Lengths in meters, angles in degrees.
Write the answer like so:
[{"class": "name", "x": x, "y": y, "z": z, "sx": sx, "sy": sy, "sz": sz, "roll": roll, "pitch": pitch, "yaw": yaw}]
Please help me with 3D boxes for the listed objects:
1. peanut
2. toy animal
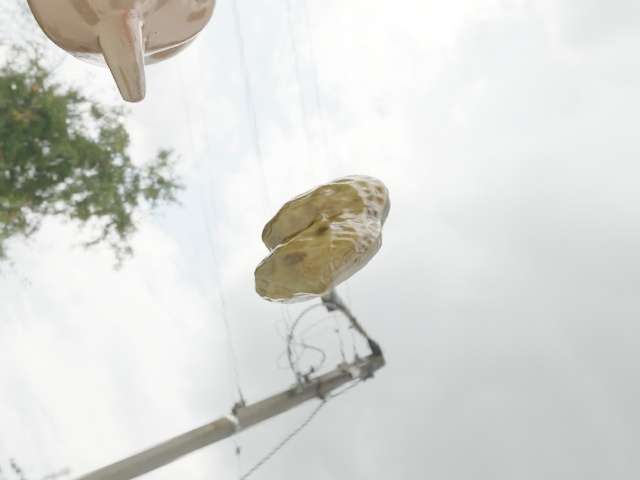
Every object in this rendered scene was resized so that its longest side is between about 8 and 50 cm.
[{"class": "peanut", "x": 0.000, "y": 0.000, "z": 1.118, "sx": 0.196, "sy": 0.233, "sz": 0.110, "roll": -23, "pitch": -58, "yaw": 25}, {"class": "toy animal", "x": -0.163, "y": -0.218, "z": 0.689, "sx": 0.166, "sy": 0.250, "sz": 0.154, "roll": 33, "pitch": -75, "yaw": -6}]
